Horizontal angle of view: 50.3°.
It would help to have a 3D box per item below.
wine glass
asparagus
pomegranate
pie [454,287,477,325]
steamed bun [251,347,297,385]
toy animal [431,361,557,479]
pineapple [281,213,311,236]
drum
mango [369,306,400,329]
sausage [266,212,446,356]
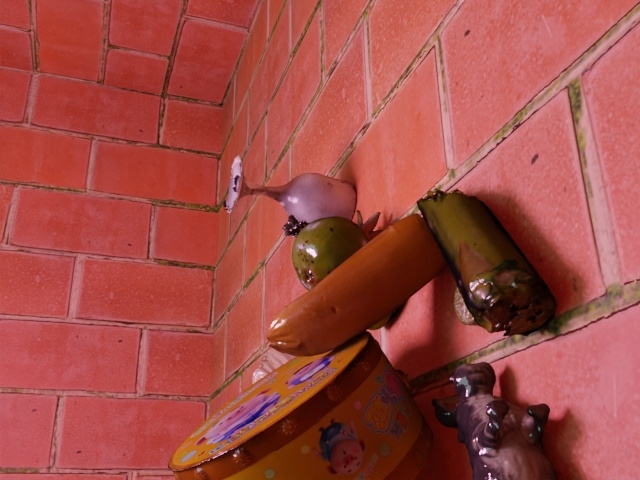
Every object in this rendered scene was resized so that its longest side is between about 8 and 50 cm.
[{"bbox_3d":[-0.073,-0.111,1.681,0.143,0.321,0.143,-169,90,-69],"label":"wine glass"},{"bbox_3d":[0.230,-0.001,1.047,0.108,0.128,0.382,-30,36,9],"label":"asparagus"},{"bbox_3d":[0.050,0.021,1.440,0.181,0.224,0.181,37,144,33],"label":"pomegranate"},{"bbox_3d":[0.244,0.100,1.117,0.085,0.017,0.085,-172,90,-71],"label":"pie"},{"bbox_3d":[-0.086,0.399,1.714,0.276,0.203,0.289,-124,43,-63],"label":"steamed bun"},{"bbox_3d":[0.244,0.275,0.924,0.343,0.106,0.168,-107,22,-63],"label":"toy animal"},{"bbox_3d":[0.000,0.000,1.614,0.108,0.198,0.108,-48,29,38],"label":"pineapple"},{"bbox_3d":[-0.029,0.350,1.179,0.214,0.431,0.431,58,158,-1],"label":"drum"},{"bbox_3d":[0.121,0.119,1.395,0.091,0.074,0.165,-101,24,-44],"label":"mango"},{"bbox_3d":[0.065,0.094,1.187,0.116,0.354,0.134,46,168,38],"label":"sausage"}]
